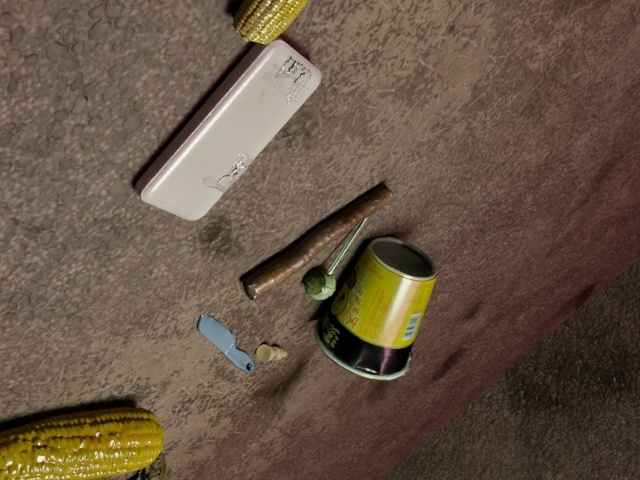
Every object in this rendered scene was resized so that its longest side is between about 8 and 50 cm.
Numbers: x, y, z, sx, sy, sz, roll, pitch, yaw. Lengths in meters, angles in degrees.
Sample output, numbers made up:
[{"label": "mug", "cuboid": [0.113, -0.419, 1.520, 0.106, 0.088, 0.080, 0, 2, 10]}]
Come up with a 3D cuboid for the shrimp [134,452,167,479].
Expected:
[{"label": "shrimp", "cuboid": [-0.372, 0.473, 1.917, 0.150, 0.051, 0.217, -22, 152, -23]}]

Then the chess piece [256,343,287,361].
[{"label": "chess piece", "cuboid": [-0.093, 0.227, 1.951, 0.035, 0.035, 0.092, -49, 158, 12]}]

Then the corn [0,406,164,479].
[{"label": "corn", "cuboid": [-0.396, 0.342, 1.591, 0.363, 0.120, 0.120, 1, 130, -56]}]

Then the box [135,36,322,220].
[{"label": "box", "cuboid": [-0.122, -0.148, 1.320, 0.285, 0.044, 0.142, -47, 152, 10]}]

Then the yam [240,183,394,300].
[{"label": "yam", "cuboid": [0.000, 0.000, 1.719, 0.327, 0.045, 0.045, -35, -177, -18]}]

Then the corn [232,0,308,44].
[{"label": "corn", "cuboid": [-0.039, -0.311, 1.168, 0.165, 0.063, 0.085, -51, 177, 20]}]

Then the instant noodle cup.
[{"label": "instant noodle cup", "cuboid": [0.124, 0.129, 1.934, 0.215, 0.215, 0.236, -10, 133, -48]}]

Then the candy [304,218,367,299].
[{"label": "candy", "cuboid": [0.039, 0.024, 1.820, 0.202, 0.061, 0.061, -56, 152, 10]}]

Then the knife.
[{"label": "knife", "cuboid": [-0.172, 0.196, 1.809, 0.044, 0.019, 0.313, -48, 155, -8]}]
